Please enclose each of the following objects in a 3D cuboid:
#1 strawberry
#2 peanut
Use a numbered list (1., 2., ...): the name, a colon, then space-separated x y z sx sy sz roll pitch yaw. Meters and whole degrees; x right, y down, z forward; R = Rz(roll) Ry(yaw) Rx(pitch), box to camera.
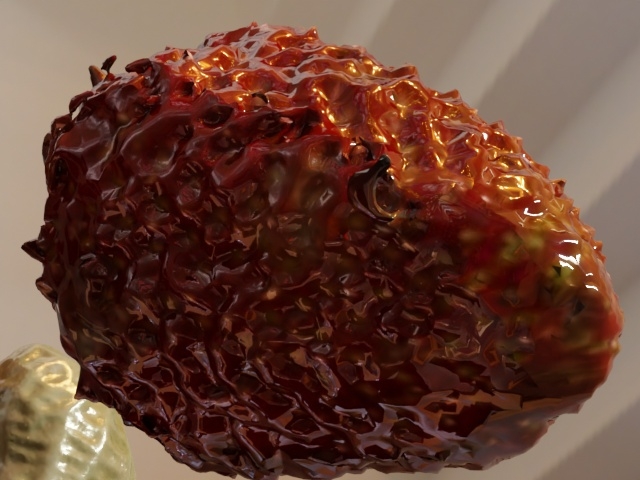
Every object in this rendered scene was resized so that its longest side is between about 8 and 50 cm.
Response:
1. strawberry: -0.002 0.000 1.050 0.343 0.292 0.292 -6 -120 50
2. peanut: -0.212 0.217 1.385 0.120 0.136 0.298 113 -17 -51
